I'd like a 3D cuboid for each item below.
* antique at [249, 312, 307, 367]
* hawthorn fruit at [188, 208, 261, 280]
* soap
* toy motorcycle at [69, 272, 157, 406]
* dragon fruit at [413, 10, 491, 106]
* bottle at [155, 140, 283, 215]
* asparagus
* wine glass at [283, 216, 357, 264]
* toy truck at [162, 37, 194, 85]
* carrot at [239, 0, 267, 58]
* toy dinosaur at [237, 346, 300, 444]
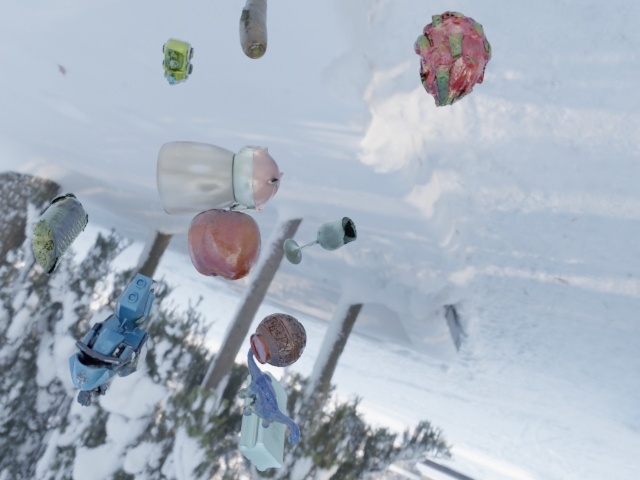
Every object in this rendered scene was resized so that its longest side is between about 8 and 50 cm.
[{"bbox_3d":[-0.072,0.179,1.055,0.104,0.104,0.104,22,164,7],"label":"antique"},{"bbox_3d":[-0.158,0.007,0.958,0.128,0.128,0.128,22,164,7],"label":"hawthorn fruit"},{"bbox_3d":[-0.180,0.577,1.876,0.088,0.265,0.159,-16,129,14],"label":"soap"},{"bbox_3d":[-0.593,0.285,1.695,0.172,0.416,0.232,26,160,2],"label":"toy motorcycle"},{"bbox_3d":[0.428,-0.593,1.917,0.231,0.302,0.237,-10,-164,-34],"label":"dragon fruit"},{"bbox_3d":[-0.192,-0.124,1.155,0.237,0.147,0.147,-1,163,0],"label":"bottle"},{"bbox_3d":[-0.760,-0.027,1.677,0.382,0.108,0.128,-108,-3,-66],"label":"asparagus"},{"bbox_3d":[0.000,0.000,1.545,0.196,0.079,0.079,-22,138,32],"label":"wine glass"},{"bbox_3d":[-0.356,-0.433,1.436,0.076,0.076,0.111,11,129,-5],"label":"toy truck"},{"bbox_3d":[-0.156,-0.541,1.382,0.070,0.342,0.070,-2,139,-2],"label":"carrot"},{"bbox_3d":[-0.109,0.326,1.277,0.075,0.247,0.188,8,153,-32],"label":"toy dinosaur"}]
